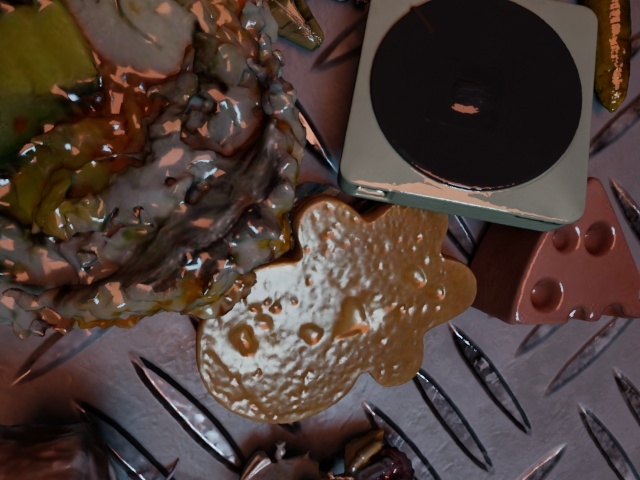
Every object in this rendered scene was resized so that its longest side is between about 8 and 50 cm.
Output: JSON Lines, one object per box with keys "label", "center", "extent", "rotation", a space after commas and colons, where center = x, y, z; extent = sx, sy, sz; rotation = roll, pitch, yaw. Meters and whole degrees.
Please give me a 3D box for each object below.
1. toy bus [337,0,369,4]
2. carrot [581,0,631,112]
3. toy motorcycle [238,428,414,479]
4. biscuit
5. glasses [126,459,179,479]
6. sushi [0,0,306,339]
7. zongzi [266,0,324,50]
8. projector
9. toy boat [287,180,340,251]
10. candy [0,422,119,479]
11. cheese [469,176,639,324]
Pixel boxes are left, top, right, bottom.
{"label": "toy bus", "center": [-0.021, -0.344, 0.485], "extent": [0.194, 0.089, 0.087], "rotation": [7, 91, -11]}
{"label": "carrot", "center": [0.394, -0.337, 0.593], "extent": [0.066, 0.066, 0.314], "rotation": [-9, 98, -11]}
{"label": "toy motorcycle", "center": [-0.004, 0.289, 0.516], "extent": [0.229, 0.130, 0.094], "rotation": [-14, 119, -24]}
{"label": "biscuit", "center": [0.021, 0.083, 0.527], "extent": [0.355, 0.052, 0.275], "rotation": [-33, 108, -5]}
{"label": "glasses", "center": [-0.185, 0.322, 0.498], "extent": [0.140, 0.062, 0.103], "rotation": [-19, 95, -11]}
{"label": "sushi", "center": [-0.211, -0.109, 0.400], "extent": [0.418, 0.176, 0.417], "rotation": [0, 89, -3]}
{"label": "zongzi", "center": [-0.046, -0.251, 0.513], "extent": [0.083, 0.040, 0.076], "rotation": [-33, 106, 3]}
{"label": "projector", "center": [0.165, -0.156, 0.486], "extent": [0.257, 0.079, 0.259], "rotation": [11, 80, 0]}
{"label": "toy boat", "center": [-0.011, 0.000, 0.541], "extent": [0.105, 0.034, 0.149], "rotation": [-18, 110, -12]}
{"label": "candy", "center": [-0.273, 0.318, 0.401], "extent": [0.157, 0.214, 0.289], "rotation": [3, 93, -18]}
{"label": "cheese", "center": [0.282, 0.046, 0.557], "extent": [0.177, 0.128, 0.202], "rotation": [-31, 103, -7]}
